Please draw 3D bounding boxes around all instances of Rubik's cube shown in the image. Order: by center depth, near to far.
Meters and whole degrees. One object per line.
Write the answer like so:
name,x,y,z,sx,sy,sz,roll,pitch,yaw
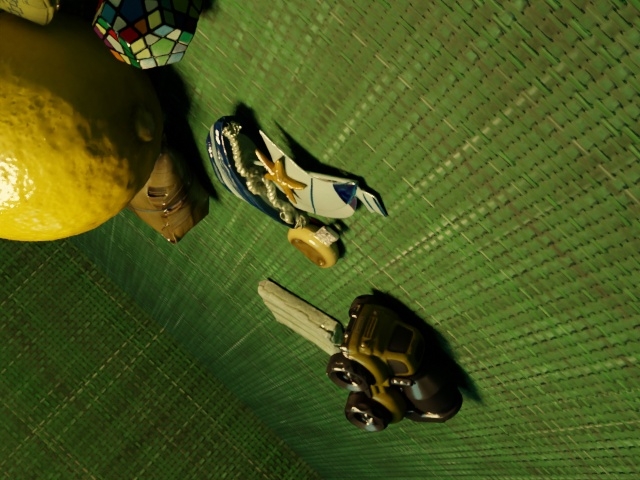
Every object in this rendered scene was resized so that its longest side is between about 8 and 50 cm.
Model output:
Rubik's cube,-0.204,-0.267,1.443,0.133,0.133,0.112,42,-171,4

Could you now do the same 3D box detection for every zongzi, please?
zongzi,-0.314,-0.145,2.002,0.260,0.123,0.289,35,163,23

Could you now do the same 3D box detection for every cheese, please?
cheese,0.001,-0.001,1.776,0.086,0.036,0.162,43,165,-3

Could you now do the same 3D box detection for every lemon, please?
lemon,-0.393,-0.170,1.780,0.364,0.364,0.364,39,164,14

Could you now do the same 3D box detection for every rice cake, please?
rice cake,-0.031,0.146,2.228,0.211,0.038,0.124,32,161,37

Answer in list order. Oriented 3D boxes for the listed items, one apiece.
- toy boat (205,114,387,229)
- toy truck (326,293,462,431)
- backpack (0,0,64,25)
toy boat,-0.022,-0.081,1.629,0.291,0.067,0.220,11,147,43
toy truck,0.118,0.191,1.838,0.165,0.147,0.224,7,145,25
backpack,-0.437,-0.402,1.630,0.253,0.140,0.207,35,163,7
